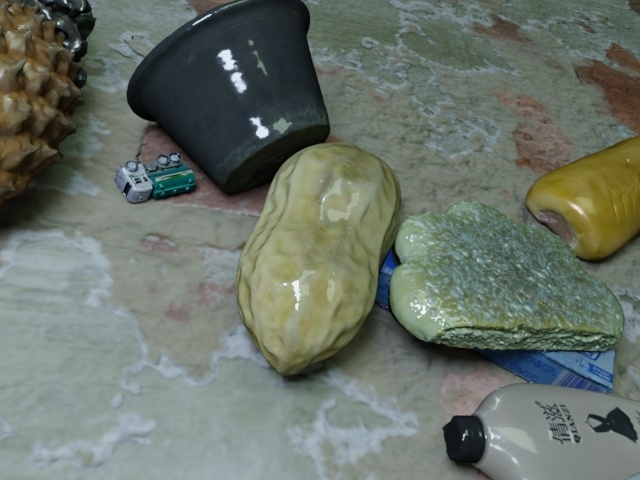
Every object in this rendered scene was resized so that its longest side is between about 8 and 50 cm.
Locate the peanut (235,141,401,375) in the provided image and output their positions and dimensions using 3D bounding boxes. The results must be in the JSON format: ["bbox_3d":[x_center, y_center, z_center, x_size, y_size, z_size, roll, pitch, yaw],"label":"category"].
[{"bbox_3d":[0.000,0.000,0.797,0.152,0.152,0.313,23,45,1],"label":"peanut"}]

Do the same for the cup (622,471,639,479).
[{"bbox_3d":[0.382,0.308,0.651,0.258,0.186,0.234,21,43,-44],"label":"cup"}]

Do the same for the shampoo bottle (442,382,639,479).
[{"bbox_3d":[0.239,0.195,0.750,0.256,0.078,0.127,5,46,-17],"label":"shampoo bottle"}]

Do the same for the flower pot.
[{"bbox_3d":[-0.082,-0.151,0.887,0.235,0.235,0.148,-23,78,-38],"label":"flower pot"}]

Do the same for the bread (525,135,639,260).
[{"bbox_3d":[0.420,-0.074,1.090,0.305,0.091,0.142,-23,65,-37],"label":"bread"}]

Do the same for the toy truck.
[{"bbox_3d":[-0.184,-0.068,0.868,0.083,0.039,0.044,-17,69,-37],"label":"toy truck"}]

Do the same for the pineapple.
[{"bbox_3d":[-0.333,-0.178,0.810,0.223,0.223,0.357,20,34,-3],"label":"pineapple"}]

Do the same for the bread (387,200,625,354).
[{"bbox_3d":[0.191,0.031,0.841,0.286,0.056,0.207,3,44,-26],"label":"bread"}]

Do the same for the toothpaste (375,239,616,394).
[{"bbox_3d":[0.187,0.091,0.851,0.272,0.053,0.066,27,43,5],"label":"toothpaste"}]
